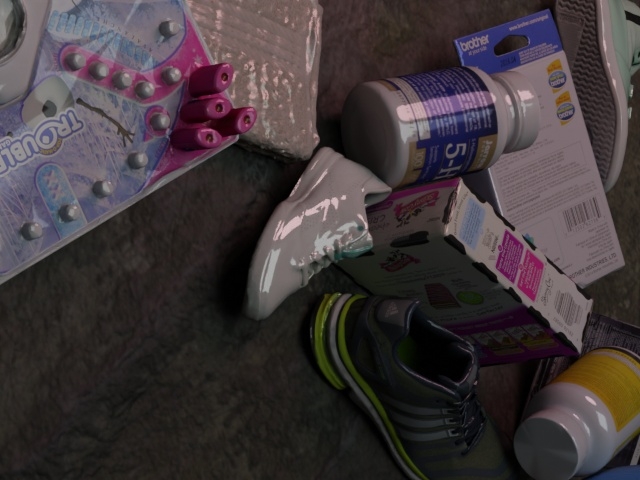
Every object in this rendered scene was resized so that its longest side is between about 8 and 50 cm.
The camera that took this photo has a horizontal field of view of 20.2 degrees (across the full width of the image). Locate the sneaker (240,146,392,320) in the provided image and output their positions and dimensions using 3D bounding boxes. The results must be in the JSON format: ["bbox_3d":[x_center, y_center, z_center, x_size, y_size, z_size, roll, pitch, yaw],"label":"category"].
[{"bbox_3d":[0.000,0.000,1.705,0.094,0.080,0.212,25,54,9],"label":"sneaker"}]

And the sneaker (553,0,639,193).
[{"bbox_3d":[0.345,-0.174,2.109,0.151,0.094,0.256,4,83,-52],"label":"sneaker"}]

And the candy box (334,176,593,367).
[{"bbox_3d":[0.142,0.038,1.811,0.233,0.159,0.071,39,55,-35],"label":"candy box"}]

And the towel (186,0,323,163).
[{"bbox_3d":[-0.103,-0.188,1.682,0.282,0.049,0.187,15,71,-43],"label":"towel"}]

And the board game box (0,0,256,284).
[{"bbox_3d":[-0.266,-0.176,1.411,0.390,0.050,0.390,-34,107,-35],"label":"board game box"}]

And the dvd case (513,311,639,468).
[{"bbox_3d":[0.314,0.169,2.028,0.221,0.018,0.164,17,90,-42],"label":"dvd case"}]

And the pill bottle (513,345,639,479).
[{"bbox_3d":[0.276,0.186,1.887,0.184,0.103,0.103,-28,102,-52],"label":"pill bottle"}]

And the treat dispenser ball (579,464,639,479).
[{"bbox_3d":[0.337,0.376,1.853,0.288,0.288,0.288,11,75,-44],"label":"treat dispenser ball"}]

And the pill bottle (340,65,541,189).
[{"bbox_3d":[0.125,-0.118,1.824,0.187,0.112,0.112,-13,92,-29],"label":"pill bottle"}]

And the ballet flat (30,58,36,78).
[{"bbox_3d":[-0.310,-0.188,1.467,0.073,0.080,0.232,-40,111,-12],"label":"ballet flat"}]

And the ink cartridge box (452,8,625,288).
[{"bbox_3d":[0.226,-0.086,1.988,0.186,0.065,0.311,-23,101,-43],"label":"ink cartridge box"}]

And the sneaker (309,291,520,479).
[{"bbox_3d":[0.116,0.159,1.786,0.300,0.121,0.111,45,54,-31],"label":"sneaker"}]
